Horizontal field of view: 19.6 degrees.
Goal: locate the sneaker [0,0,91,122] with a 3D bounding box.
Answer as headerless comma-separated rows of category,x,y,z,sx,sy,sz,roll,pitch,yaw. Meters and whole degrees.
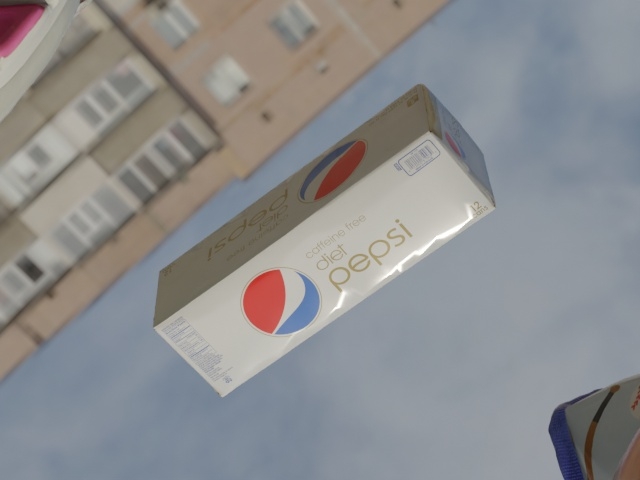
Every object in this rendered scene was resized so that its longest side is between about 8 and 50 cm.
sneaker,-0.118,-0.100,0.629,0.103,0.111,0.252,8,-136,1

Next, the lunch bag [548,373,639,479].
lunch bag,0.346,0.233,1.121,0.239,0.385,0.328,-10,169,-34

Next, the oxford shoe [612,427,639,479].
oxford shoe,0.208,0.171,0.443,0.130,0.363,0.133,-46,170,-50

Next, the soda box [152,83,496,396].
soda box,0.000,0.000,1.139,0.216,0.069,0.074,-35,-156,16
